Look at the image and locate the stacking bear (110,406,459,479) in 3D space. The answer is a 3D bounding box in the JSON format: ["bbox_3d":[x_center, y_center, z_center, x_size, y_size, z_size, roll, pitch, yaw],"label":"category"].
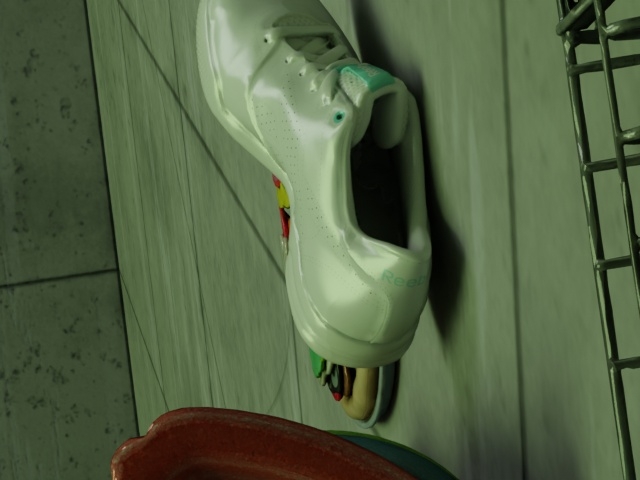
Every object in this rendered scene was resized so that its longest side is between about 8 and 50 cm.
[{"bbox_3d":[-0.002,0.150,0.769,0.289,0.164,0.175,-107,26,-90],"label":"stacking bear"}]

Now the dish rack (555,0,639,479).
[{"bbox_3d":[0.098,-0.005,0.330,0.208,0.074,0.272,136,126,-76],"label":"dish rack"}]

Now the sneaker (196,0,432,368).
[{"bbox_3d":[0.008,-0.056,0.818,0.094,0.080,0.212,116,139,-52],"label":"sneaker"}]

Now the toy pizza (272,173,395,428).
[{"bbox_3d":[0.000,0.000,0.977,0.201,0.032,0.201,172,90,-80],"label":"toy pizza"}]
